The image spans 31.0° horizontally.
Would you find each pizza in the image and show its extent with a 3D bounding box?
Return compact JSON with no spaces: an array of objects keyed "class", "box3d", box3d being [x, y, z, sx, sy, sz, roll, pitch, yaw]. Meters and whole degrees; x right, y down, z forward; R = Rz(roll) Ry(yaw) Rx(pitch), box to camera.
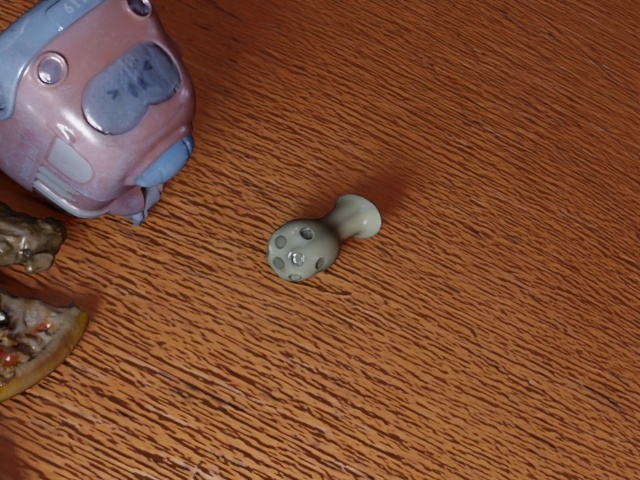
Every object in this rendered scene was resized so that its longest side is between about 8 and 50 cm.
[{"class":"pizza","box3d":[-0.345,0.070,1.164,0.195,0.052,0.185,40,43,9]}]

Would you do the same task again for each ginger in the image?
[{"class":"ginger","box3d":[-0.405,-0.040,1.194,0.290,0.084,0.122,19,30,-12]}]

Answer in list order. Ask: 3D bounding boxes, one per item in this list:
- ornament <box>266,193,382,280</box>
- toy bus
[{"class":"ornament","box3d":[0.000,0.000,1.389,0.075,0.081,0.156,16,32,34]},{"class":"toy bus","box3d":[-0.244,-0.137,1.231,0.232,0.294,0.197,47,60,-2]}]
